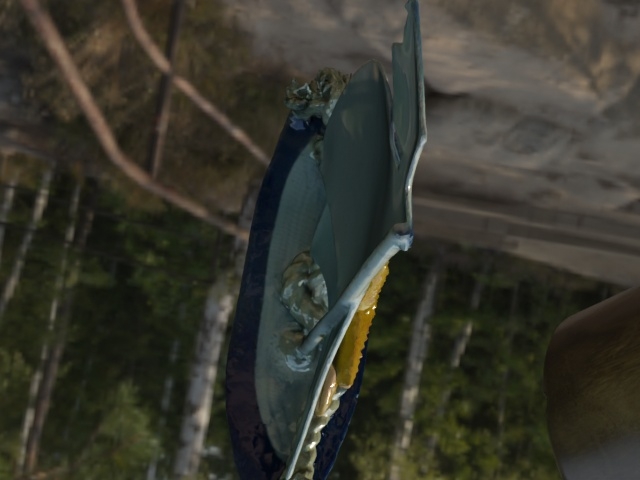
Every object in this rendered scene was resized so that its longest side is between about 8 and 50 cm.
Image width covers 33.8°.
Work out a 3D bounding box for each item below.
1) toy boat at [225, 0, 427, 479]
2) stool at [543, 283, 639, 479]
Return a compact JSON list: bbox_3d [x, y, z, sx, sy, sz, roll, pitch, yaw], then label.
[{"bbox_3d":[0.000,0.000,0.419,0.067,0.220,0.291,9,163,-2],"label":"toy boat"},{"bbox_3d":[0.267,0.069,0.522,0.179,0.179,0.264,5,150,-46],"label":"stool"}]
